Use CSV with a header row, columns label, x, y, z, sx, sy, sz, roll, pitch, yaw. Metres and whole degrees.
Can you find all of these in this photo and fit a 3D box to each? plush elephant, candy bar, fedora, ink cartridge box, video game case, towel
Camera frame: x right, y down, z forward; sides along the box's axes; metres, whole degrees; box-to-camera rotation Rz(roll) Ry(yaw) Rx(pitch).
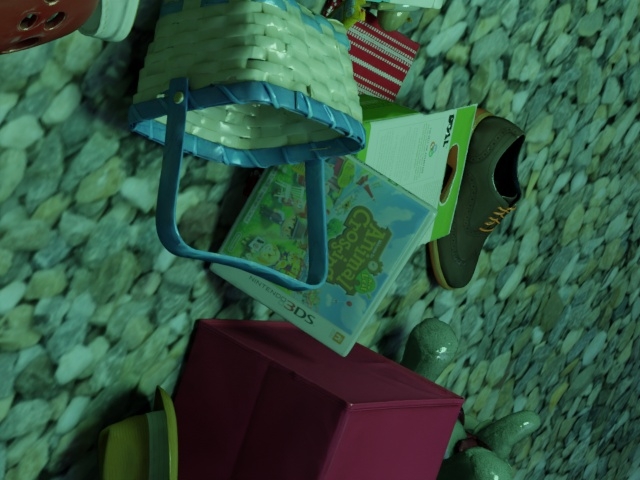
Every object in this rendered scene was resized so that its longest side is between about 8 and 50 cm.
label,x,y,z,sx,sy,sz,roll,pitch,yaw
plush elephant,0.203,0.312,1.988,0.255,0.272,0.330,4,137,-39
candy bar,0.010,-0.231,1.515,0.018,0.161,0.040,9,70,-23
fedora,-0.211,0.258,1.546,0.079,0.194,0.194,2,113,-15
ink cartridge box,0.074,-0.080,1.671,0.255,0.097,0.189,-16,122,-51
video game case,0.000,0.000,1.557,0.212,0.193,0.023,-59,175,22
towel,0.020,-0.146,1.668,0.199,0.031,0.275,21,94,-55

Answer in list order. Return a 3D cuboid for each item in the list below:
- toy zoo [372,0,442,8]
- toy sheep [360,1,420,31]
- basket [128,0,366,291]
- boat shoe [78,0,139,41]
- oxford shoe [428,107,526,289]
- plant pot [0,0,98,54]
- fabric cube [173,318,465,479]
label,x,y,z,sx,sy,sz,roll,pitch,yaw
toy zoo,-0.002,-0.286,1.416,0.293,0.192,0.030,-5,115,-51
toy sheep,0.086,-0.312,1.606,0.091,0.091,0.132,-12,114,-48
basket,-0.070,-0.105,1.405,0.254,0.201,0.289,23,61,-54
boat shoe,-0.227,-0.307,1.209,0.096,0.098,0.277,-25,120,-41
oxford shoe,0.223,-0.045,1.925,0.097,0.098,0.271,-18,124,-45
plant pot,-0.293,-0.230,1.074,0.174,0.191,0.191,-33,134,-43
fabric cube,-0.021,0.263,1.667,0.254,0.259,0.258,9,104,-52
